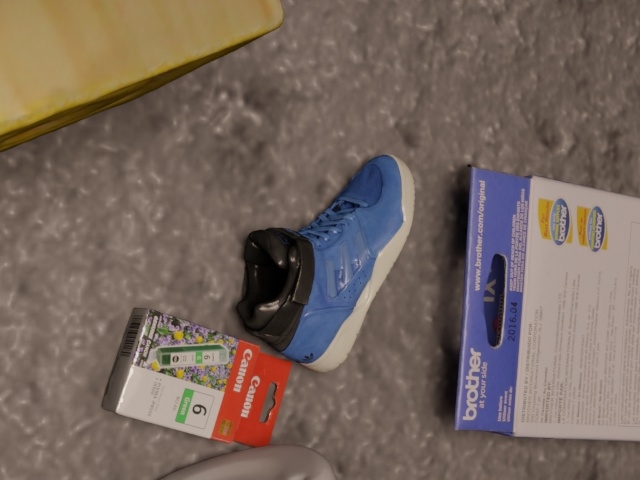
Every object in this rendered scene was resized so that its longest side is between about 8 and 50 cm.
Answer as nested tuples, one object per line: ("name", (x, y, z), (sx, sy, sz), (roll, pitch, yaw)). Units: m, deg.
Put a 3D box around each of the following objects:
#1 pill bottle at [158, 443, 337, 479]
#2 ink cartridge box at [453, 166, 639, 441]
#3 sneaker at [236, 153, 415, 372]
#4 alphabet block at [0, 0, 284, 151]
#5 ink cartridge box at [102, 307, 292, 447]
("pill bottle", (-0.024, 0.253, 0.519), (0.136, 0.136, 0.245), (-22, 99, -30))
("ink cartridge box", (0.214, 0.058, 0.714), (0.311, 0.065, 0.185), (9, 83, -32))
("sneaker", (0.001, 0.000, 0.591), (0.085, 0.058, 0.152), (31, 79, -35))
("alphabet block", (-0.167, -0.141, 0.424), (0.193, 0.192, 0.197), (-28, 103, -27))
("ink cartridge box", (-0.067, 0.087, 0.564), (0.115, 0.029, 0.062), (22, 76, -28))
